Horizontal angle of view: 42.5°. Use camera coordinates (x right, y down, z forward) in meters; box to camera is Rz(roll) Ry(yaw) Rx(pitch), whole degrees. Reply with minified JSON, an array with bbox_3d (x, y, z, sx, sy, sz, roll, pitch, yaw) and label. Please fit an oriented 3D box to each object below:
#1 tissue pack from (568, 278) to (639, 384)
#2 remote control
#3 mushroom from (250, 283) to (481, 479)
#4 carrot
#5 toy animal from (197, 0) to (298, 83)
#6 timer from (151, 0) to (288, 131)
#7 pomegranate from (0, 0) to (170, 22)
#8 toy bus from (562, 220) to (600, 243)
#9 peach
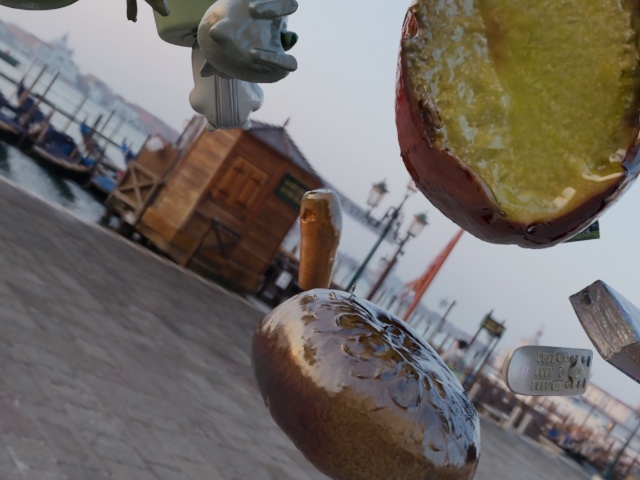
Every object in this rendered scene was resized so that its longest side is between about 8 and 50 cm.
[{"bbox_3d":[0.427,0.132,1.149,0.155,0.065,0.116,29,31,-39],"label":"tissue pack"},{"bbox_3d":[0.330,0.188,1.199,0.229,0.073,0.044,10,-2,-45],"label":"remote control"},{"bbox_3d":[0.054,0.166,0.883,0.278,0.163,0.297,46,4,-38],"label":"mushroom"},{"bbox_3d":[0.000,0.000,1.565,0.087,0.193,0.087,1,11,0],"label":"carrot"},{"bbox_3d":[-0.110,-0.256,1.040,0.138,0.108,0.236,-1,12,-29],"label":"toy animal"},{"bbox_3d":[-0.192,-0.376,1.642,0.290,0.315,0.291,-3,4,0],"label":"timer"},{"bbox_3d":[-0.215,-0.269,0.687,0.224,0.182,0.181,15,11,-39],"label":"pomegranate"},{"bbox_3d":[0.388,-0.015,1.269,0.083,0.031,0.037,-8,-30,19],"label":"toy bus"},{"bbox_3d":[0.254,-0.207,1.082,0.353,0.339,0.417,-112,-170,-46],"label":"peach"}]
